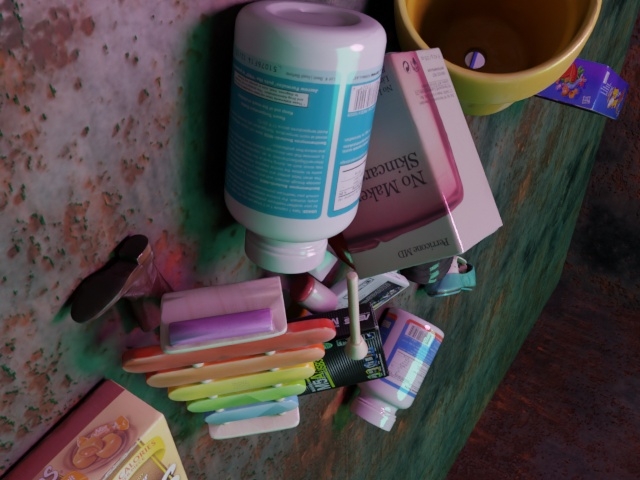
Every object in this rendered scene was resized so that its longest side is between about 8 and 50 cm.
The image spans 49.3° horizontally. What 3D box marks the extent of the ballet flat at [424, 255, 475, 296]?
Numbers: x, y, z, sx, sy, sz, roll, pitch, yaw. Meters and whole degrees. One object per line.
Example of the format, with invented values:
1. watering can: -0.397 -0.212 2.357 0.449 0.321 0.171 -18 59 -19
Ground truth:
1. ballet flat: 0.293 0.078 1.591 0.247 0.083 0.087 0 88 -63

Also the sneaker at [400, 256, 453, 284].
1. sneaker: 0.253 -0.040 1.367 0.286 0.109 0.130 -48 143 -37

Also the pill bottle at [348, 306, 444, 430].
1. pill bottle: 0.144 0.255 1.378 0.221 0.124 0.124 -62 155 -7

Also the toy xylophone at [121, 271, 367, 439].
1. toy xylophone: -0.061 0.126 0.761 0.322 0.236 0.081 72 6 -60

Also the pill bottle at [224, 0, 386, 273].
1. pill bottle: -0.024 -0.100 0.719 0.146 0.146 0.264 -32 139 -50

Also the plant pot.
1. plant pot: 0.226 -0.290 0.960 0.254 0.254 0.239 -63 171 -7

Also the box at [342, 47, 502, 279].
1. box: 0.093 -0.090 0.828 0.127 0.149 0.232 -25 95 -52

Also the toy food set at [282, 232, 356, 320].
1. toy food set: 0.000 0.000 0.915 0.104 0.111 0.232 38 87 -33

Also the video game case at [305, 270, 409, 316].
1. video game case: 0.028 0.102 1.032 0.190 0.022 0.173 -37 158 13

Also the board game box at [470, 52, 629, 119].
1. board game box: 0.460 -0.316 1.373 0.347 0.233 0.078 -12 121 -60

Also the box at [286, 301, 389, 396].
1. box: -0.006 0.157 0.948 0.190 0.184 0.045 73 3 -59

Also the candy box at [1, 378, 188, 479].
1. candy box: -0.227 0.318 0.748 0.183 0.088 0.316 -47 149 -35

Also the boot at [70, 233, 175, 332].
1. boot: -0.185 0.065 0.679 0.106 0.037 0.114 -53 156 -29
